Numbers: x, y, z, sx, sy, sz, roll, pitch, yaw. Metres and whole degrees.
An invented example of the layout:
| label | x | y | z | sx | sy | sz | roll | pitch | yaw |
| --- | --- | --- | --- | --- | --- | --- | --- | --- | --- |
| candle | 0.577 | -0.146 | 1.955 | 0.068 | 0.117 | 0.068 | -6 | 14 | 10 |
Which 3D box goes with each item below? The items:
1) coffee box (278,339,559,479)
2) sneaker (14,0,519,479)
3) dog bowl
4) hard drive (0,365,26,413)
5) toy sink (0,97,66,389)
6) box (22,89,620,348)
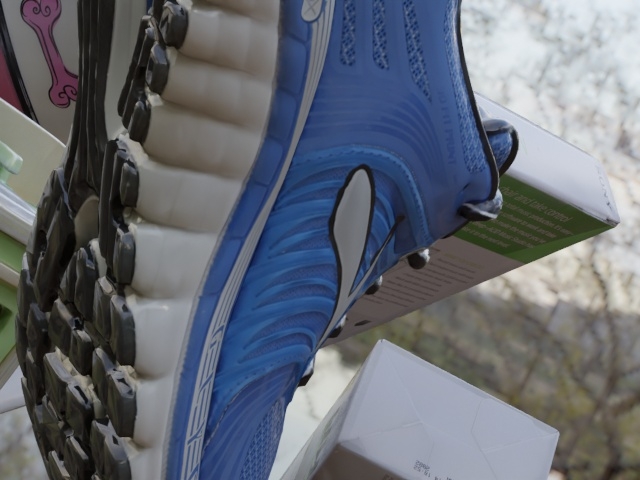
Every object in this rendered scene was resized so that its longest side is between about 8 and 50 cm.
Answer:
| label | x | y | z | sx | sy | sz | roll | pitch | yaw |
| --- | --- | --- | --- | --- | --- | --- | --- | --- | --- |
| coffee box | 0.050 | 0.235 | 1.341 | 0.168 | 0.119 | 0.297 | 28 | -42 | -4 |
| sneaker | -0.008 | -0.003 | 0.518 | 0.147 | 0.330 | 0.130 | 1 | 30 | -27 |
| dog bowl | -0.277 | -0.238 | 1.770 | 0.150 | 0.408 | 0.408 | -13 | -10 | 6 |
| hard drive | -0.384 | 0.098 | 2.197 | 0.353 | 0.233 | 0.047 | -17 | 1 | -31 |
| toy sink | -0.294 | 0.007 | 1.349 | 0.131 | 0.234 | 0.153 | 35 | -2 | 40 |
| box | 0.000 | 0.000 | 1.046 | 0.322 | 0.058 | 0.232 | -23 | -25 | 31 |
